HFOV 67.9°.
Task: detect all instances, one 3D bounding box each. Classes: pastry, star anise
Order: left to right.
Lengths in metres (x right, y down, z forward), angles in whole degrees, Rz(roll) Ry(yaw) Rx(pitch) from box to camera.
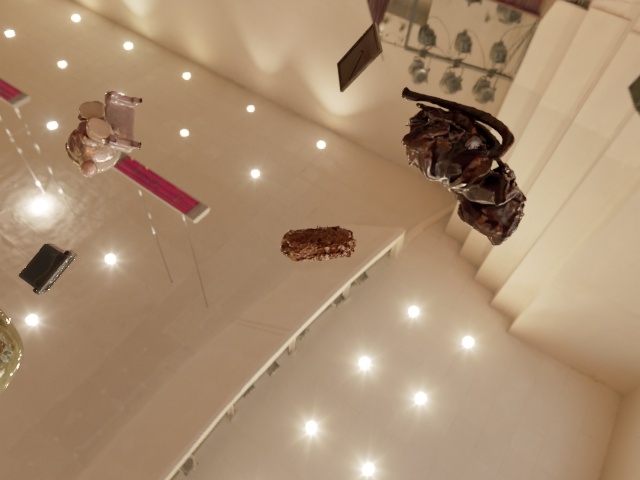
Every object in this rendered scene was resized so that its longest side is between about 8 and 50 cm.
[{"bbox_3d":[0.001,0.002,1.010,0.169,0.063,0.087,-8,-126,-17],"label":"pastry"},{"bbox_3d":[0.208,-0.104,0.655,0.220,0.126,0.190,33,-139,-36],"label":"star anise"}]

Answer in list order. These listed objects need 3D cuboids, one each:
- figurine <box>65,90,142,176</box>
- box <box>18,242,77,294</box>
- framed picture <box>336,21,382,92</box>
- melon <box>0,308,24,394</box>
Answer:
[{"bbox_3d":[-0.525,-0.249,1.138,0.144,0.257,0.182,-21,-85,-42],"label":"figurine"},{"bbox_3d":[-0.535,0.051,0.932,0.054,0.074,0.099,38,-101,-11],"label":"box"},{"bbox_3d":[0.055,-0.268,0.698,0.007,0.089,0.066,18,-129,-33],"label":"framed picture"},{"bbox_3d":[-0.742,0.229,0.925,0.308,0.271,0.272,18,-127,26],"label":"melon"}]
